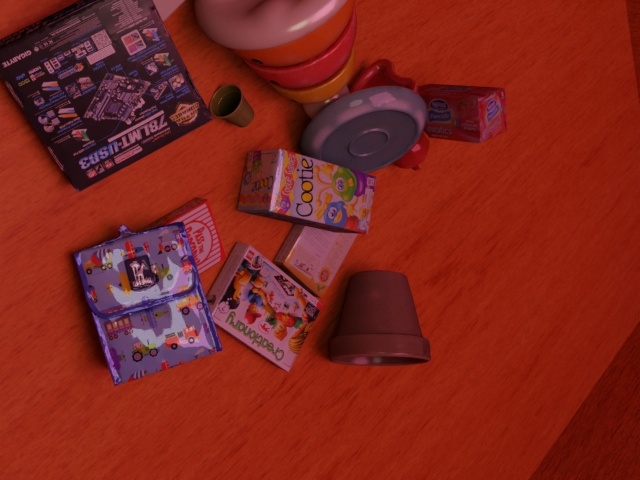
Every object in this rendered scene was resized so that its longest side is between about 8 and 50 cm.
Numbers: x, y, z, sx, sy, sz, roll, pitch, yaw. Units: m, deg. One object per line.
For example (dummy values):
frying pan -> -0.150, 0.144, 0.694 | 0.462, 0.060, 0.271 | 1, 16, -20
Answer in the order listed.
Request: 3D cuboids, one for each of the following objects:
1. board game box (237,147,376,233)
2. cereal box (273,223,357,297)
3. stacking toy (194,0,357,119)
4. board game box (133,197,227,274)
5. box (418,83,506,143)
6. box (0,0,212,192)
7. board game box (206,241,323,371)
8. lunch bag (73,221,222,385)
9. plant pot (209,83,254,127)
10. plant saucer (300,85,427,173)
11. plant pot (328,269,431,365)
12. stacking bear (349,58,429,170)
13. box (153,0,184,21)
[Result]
board game box -> -0.029, -0.109, 1.844 | 0.275, 0.144, 0.142 | 12, 85, -36
cereal box -> 0.000, 0.000, 2.002 | 0.173, 0.047, 0.240 | 45, 67, -39
stacking toy -> -0.029, -0.413, 1.749 | 0.350, 0.351, 0.480 | -58, 148, -19
board game box -> -0.302, 0.016, 1.703 | 0.193, 0.045, 0.146 | -35, 122, -35
box -> 0.354, -0.343, 2.136 | 0.128, 0.257, 0.122 | -25, 118, -39
box -> -0.390, -0.280, 1.452 | 0.295, 0.073, 0.293 | -30, 124, -6
board game box -> -0.135, 0.162, 1.897 | 0.305, 0.053, 0.193 | 41, 70, -42
lunch bag -> -0.348, 0.106, 1.596 | 0.221, 0.138, 0.293 | -17, 101, -15
plant pot -> -0.185, -0.285, 1.743 | 0.079, 0.083, 0.083 | 39, 71, -56
plant saucer -> 0.110, -0.244, 1.903 | 0.317, 0.317, 0.043 | 13, 50, -46
plant pot -> 0.154, 0.202, 2.081 | 0.263, 0.263, 0.229 | 16, 70, -46
stacking bear -> 0.195, -0.294, 2.065 | 0.164, 0.175, 0.289 | -39, 140, 0
box -> -0.309, -0.500, 1.542 | 0.275, 0.113, 0.094 | -55, 130, -24
